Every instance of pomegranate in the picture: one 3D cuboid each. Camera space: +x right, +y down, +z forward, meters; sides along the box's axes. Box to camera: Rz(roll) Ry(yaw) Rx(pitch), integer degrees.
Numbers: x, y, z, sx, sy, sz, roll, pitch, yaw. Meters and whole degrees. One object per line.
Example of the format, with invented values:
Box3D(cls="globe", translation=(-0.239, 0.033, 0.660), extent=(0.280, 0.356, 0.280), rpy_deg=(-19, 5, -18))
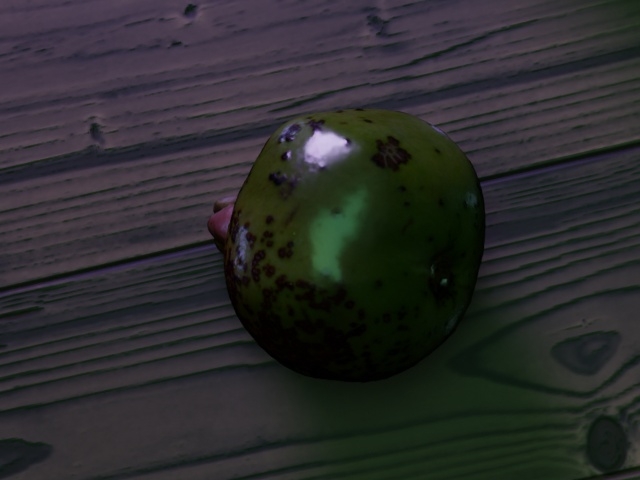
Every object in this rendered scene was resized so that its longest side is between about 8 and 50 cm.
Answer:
Box3D(cls="pomegranate", translation=(0.000, 0.000, 1.377), extent=(0.248, 0.214, 0.214), rpy_deg=(9, 82, 41))
